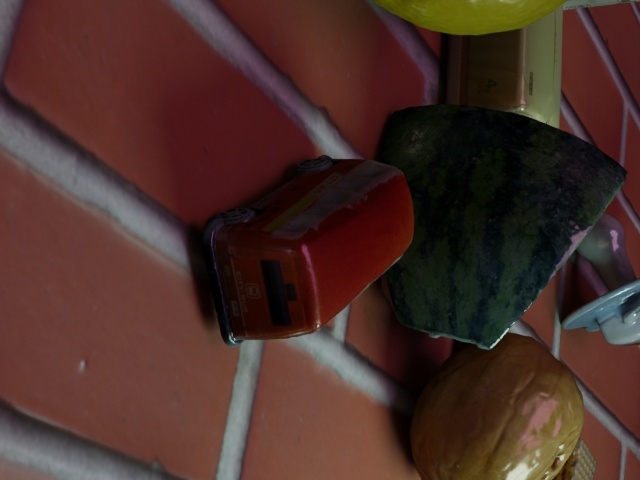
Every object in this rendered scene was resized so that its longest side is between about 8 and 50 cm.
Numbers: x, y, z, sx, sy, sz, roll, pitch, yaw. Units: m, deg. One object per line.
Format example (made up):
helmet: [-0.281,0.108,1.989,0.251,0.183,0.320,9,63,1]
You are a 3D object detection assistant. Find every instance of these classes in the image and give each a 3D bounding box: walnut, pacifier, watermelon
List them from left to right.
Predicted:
walnut: [0.205,0.219,1.462,0.222,0.195,0.195,-51,134,-27]
watermelon: [0.216,0.014,1.450,0.292,0.250,0.283,42,57,-49]
pacifier: [0.504,0.053,2.037,0.299,0.244,0.233,10,49,-62]

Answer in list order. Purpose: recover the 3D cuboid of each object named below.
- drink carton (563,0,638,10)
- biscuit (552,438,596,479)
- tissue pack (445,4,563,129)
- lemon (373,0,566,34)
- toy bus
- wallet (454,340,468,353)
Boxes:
drink carton: [0.373,-0.472,1.817,0.324,0.194,0.132,39,54,-53]
biscuit: [0.351,0.480,1.854,0.094,0.054,0.379,54,43,-44]
tissue pack: [0.247,-0.256,1.643,0.159,0.125,0.234,23,69,-59]
lemon: [0.161,-0.375,1.293,0.348,0.348,0.348,7,82,-61]
toy bus: [0.000,0.000,1.180,0.265,0.119,0.121,-37,121,-55]
wallet: [0.212,0.174,1.647,0.137,0.031,0.255,47,49,-51]
